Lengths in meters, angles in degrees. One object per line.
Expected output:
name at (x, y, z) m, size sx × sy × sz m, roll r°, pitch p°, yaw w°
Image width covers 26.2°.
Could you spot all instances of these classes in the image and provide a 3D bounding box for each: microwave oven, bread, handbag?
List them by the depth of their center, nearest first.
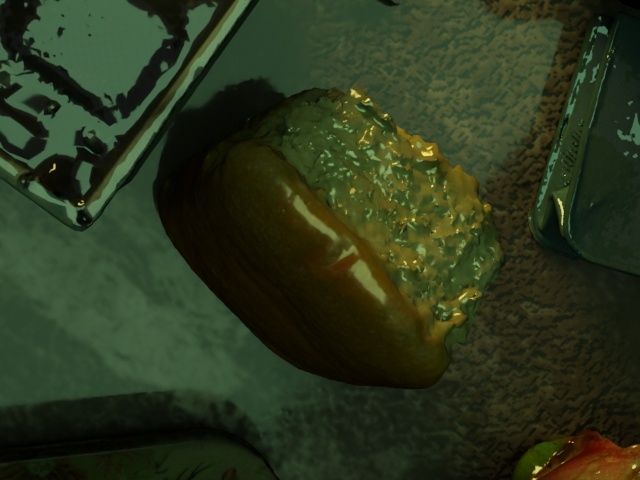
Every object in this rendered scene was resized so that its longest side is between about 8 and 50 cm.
microwave oven at (-0.194, -0.199, 0.693) m, size 0.355 × 0.286 × 0.218 m, roll 36°, pitch 89°, yaw -8°
bread at (0.000, 0.000, 0.771) m, size 0.174 × 0.245 × 0.121 m, roll 41°, pitch 80°, yaw -13°
handbag at (0.267, -0.049, 0.896) m, size 0.229 × 0.062 × 0.179 m, roll 16°, pitch 95°, yaw -11°

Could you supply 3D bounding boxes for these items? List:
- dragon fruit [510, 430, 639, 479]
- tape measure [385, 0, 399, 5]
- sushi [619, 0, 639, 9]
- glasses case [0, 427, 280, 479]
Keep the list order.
dragon fruit at (0.189, 0.246, 0.839) m, size 0.295 × 0.130 × 0.269 m, roll -25°, pitch 73°, yaw 31°
tape measure at (-0.012, -0.297, 0.806) m, size 0.164 × 0.084 × 0.330 m, roll -36°, pitch 100°, yaw 1°
sushi at (0.282, -0.265, 0.748) m, size 0.299 × 0.294 × 0.281 m, roll -25°, pitch 97°, yaw -11°
glasses case at (-0.225, 0.208, 0.831) m, size 0.425 × 0.098 × 0.157 m, roll -5°, pitch 94°, yaw -8°
